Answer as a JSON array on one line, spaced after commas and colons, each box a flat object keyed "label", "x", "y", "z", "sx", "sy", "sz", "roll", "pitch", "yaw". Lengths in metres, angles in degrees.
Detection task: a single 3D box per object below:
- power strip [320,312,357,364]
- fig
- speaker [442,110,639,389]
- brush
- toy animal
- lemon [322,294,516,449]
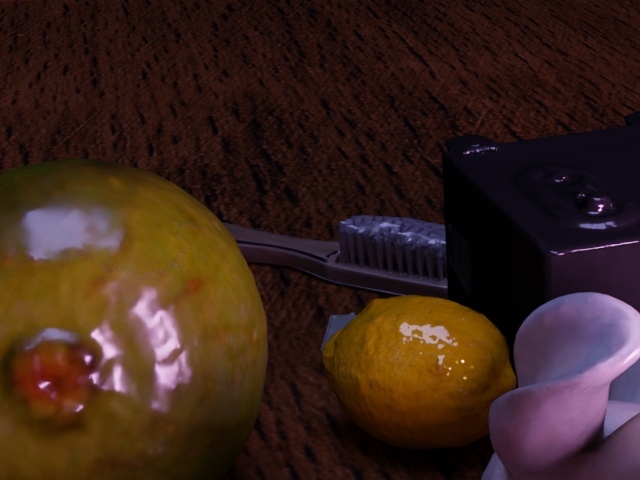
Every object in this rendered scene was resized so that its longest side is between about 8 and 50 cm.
[{"label": "power strip", "x": 0.018, "y": 0.084, "z": 1.246, "sx": 0.027, "sy": 0.017, "sz": 0.083, "roll": 1, "pitch": 22, "yaw": 7}, {"label": "fig", "x": -0.160, "y": 0.067, "z": 1.004, "sx": 0.258, "sy": 0.258, "sz": 0.326, "roll": 0, "pitch": 8, "yaw": 6}, {"label": "speaker", "x": 0.239, "y": 0.018, "z": 1.168, "sx": 0.232, "sy": 0.184, "sz": 0.254, "roll": -7, "pitch": 23, "yaw": -12}, {"label": "brush", "x": 0.000, "y": 0.000, "z": 1.408, "sx": 0.327, "sy": 0.065, "sz": 0.070, "roll": 8, "pitch": 26, "yaw": 29}, {"label": "toy animal", "x": 0.193, "y": 0.136, "z": 0.812, "sx": 0.183, "sy": 0.247, "sz": 0.310, "roll": 35, "pitch": 25, "yaw": 32}, {"label": "lemon", "x": 0.071, "y": 0.097, "z": 1.075, "sx": 0.155, "sy": 0.114, "sz": 0.114, "roll": 8, "pitch": 23, "yaw": 24}]
